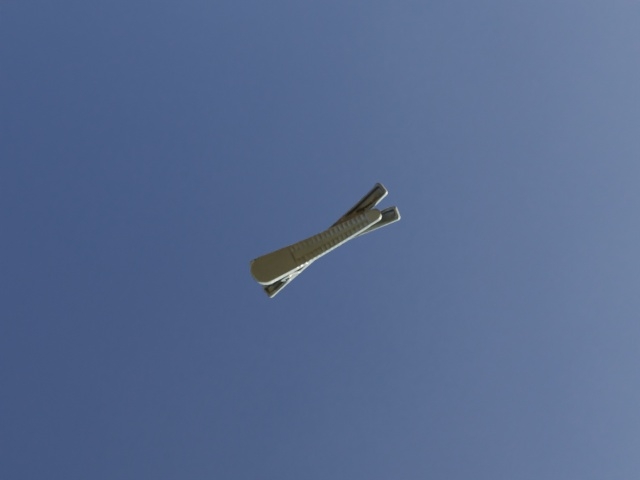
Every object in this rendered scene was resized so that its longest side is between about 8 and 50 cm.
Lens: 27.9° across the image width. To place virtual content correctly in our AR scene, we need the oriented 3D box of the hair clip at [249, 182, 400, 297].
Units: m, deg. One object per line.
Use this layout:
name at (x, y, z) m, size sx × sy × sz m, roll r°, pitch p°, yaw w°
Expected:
hair clip at (0.001, 0.001, 0.896) m, size 0.030 × 0.115 × 0.039 m, roll 58°, pitch -169°, yaw 0°
